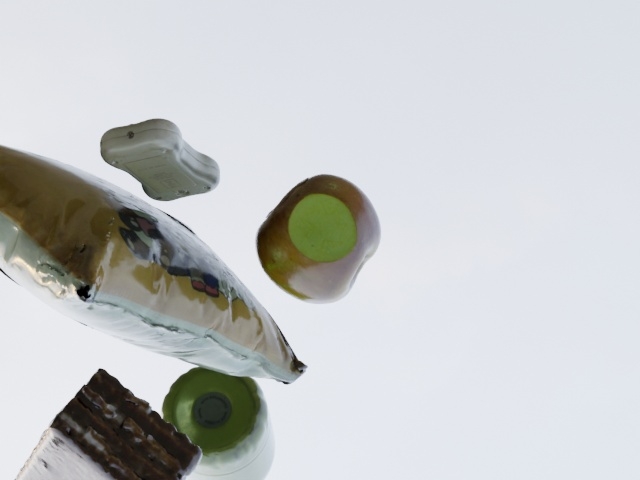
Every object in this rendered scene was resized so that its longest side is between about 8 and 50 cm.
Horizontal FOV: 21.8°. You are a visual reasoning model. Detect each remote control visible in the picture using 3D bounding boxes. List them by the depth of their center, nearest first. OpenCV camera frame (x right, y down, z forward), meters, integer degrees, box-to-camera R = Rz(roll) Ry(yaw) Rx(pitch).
[{"bbox_3d":[-0.140,-0.071,1.460,0.074,0.122,0.032,-10,-113,18],"label":"remote control"}]

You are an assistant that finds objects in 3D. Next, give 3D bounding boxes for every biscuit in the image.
[{"bbox_3d":[-0.211,0.232,1.390,0.073,0.107,0.388,-49,179,-35],"label":"biscuit"}]

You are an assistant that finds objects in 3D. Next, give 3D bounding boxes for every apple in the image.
[{"bbox_3d":[0.000,0.000,1.489,0.114,0.102,0.099,-46,178,-15],"label":"apple"}]

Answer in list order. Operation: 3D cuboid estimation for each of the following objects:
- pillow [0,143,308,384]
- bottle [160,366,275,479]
[{"bbox_3d":[-0.196,0.014,1.512,0.312,0.310,0.119,33,-83,41],"label":"pillow"},{"bbox_3d":[-0.104,0.219,1.787,0.112,0.112,0.260,-28,159,-9],"label":"bottle"}]
